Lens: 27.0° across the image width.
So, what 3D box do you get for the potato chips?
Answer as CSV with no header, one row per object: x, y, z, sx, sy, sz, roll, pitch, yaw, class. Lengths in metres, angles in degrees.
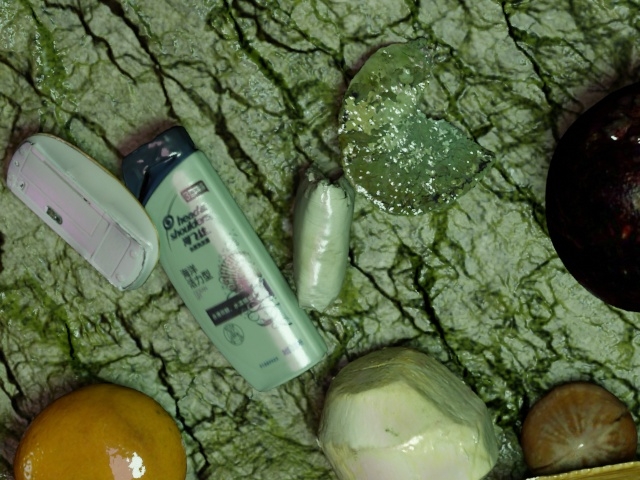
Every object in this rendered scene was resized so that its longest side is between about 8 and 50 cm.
0.114,-0.142,1.692,0.202,0.029,0.220,-18,88,-13,potato chips

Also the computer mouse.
-0.307,-0.039,1.751,0.245,0.056,0.126,40,128,7,computer mouse

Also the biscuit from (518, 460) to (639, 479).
0.336,0.328,1.703,0.237,0.232,0.013,-12,61,8,biscuit

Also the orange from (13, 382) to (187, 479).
-0.288,0.306,1.777,0.240,0.171,0.240,1,92,17,orange

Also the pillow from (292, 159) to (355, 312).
0.000,0.000,1.708,0.078,0.134,0.181,6,104,1,pillow

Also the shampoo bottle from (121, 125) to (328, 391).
-0.139,0.029,1.754,0.134,0.078,0.359,-30,96,22,shampoo bottle

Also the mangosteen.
0.409,-0.041,1.590,0.297,0.313,0.297,-3,63,5,mangosteen

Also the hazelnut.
0.333,0.258,1.710,0.150,0.150,0.150,1,101,6,hazelnut

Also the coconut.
0.111,0.260,1.703,0.197,0.237,0.237,-29,98,-24,coconut
